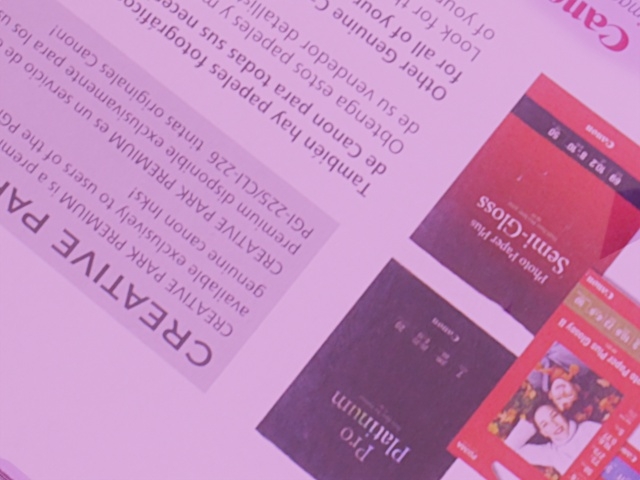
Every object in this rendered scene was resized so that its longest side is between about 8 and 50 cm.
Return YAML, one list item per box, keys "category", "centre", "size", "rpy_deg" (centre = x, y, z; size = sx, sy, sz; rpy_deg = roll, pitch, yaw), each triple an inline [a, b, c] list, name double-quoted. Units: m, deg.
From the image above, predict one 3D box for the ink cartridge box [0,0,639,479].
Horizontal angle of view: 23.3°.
- category: "ink cartridge box"
  centre: [0.000, 0.000, 0.443]
  size: [0.309, 0.130, 0.272]
  rpy_deg: [39, 86, 9]
